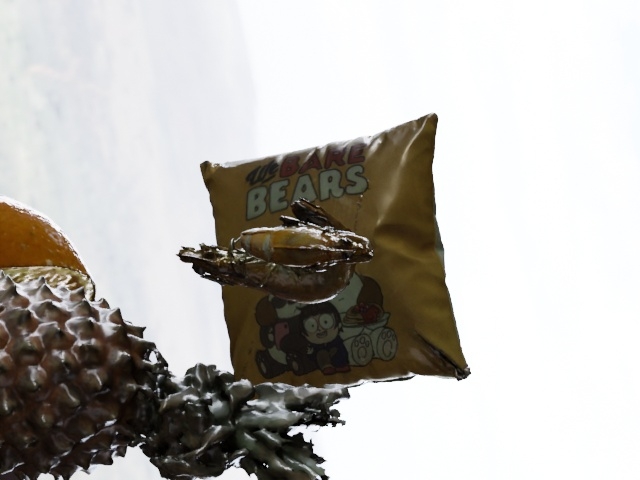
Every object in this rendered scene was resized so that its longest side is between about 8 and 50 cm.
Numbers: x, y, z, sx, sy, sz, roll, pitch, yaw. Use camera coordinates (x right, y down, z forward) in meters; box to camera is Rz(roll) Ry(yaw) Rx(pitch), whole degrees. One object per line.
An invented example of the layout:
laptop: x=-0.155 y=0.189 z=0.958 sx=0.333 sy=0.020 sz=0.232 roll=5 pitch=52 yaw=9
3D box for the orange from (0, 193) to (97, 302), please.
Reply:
orange: x=-0.454 y=0.057 z=2.124 sx=0.274 sy=0.310 sz=0.274 roll=30 pitch=-39 yaw=28

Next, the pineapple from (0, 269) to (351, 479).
pineapple: x=-0.157 y=0.121 z=1.395 sx=0.175 sy=0.361 sz=0.175 roll=6 pitch=90 yaw=-85

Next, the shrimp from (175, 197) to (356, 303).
shrimp: x=-0.049 y=0.006 z=1.742 sx=0.034 sy=0.178 sz=0.124 roll=-81 pitch=-171 yaw=-52

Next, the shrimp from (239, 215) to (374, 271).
shrimp: x=0.000 y=0.008 z=1.561 sx=0.095 sy=0.162 sz=0.045 roll=16 pitch=82 yaw=-47

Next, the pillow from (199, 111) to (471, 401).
pillow: x=0.011 y=0.030 z=1.982 sx=0.119 sy=0.310 sz=0.312 roll=13 pitch=68 yaw=-59
